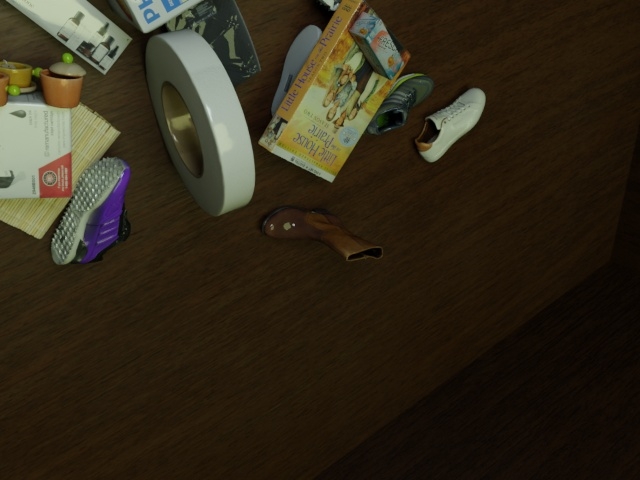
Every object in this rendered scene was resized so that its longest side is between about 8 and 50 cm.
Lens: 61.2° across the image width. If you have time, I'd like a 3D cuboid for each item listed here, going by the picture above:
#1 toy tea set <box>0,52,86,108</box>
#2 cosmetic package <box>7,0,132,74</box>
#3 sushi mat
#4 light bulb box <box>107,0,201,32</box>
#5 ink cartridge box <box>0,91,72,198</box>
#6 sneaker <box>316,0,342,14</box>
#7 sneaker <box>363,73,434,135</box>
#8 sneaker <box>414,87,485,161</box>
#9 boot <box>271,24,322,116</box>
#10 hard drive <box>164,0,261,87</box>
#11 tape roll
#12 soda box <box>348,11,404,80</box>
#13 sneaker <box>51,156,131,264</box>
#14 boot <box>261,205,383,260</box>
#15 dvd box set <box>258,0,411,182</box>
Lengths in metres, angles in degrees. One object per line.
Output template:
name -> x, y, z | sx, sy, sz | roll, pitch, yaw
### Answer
toy tea set -> -0.604, -0.319, 0.966 | 0.336, 0.200, 0.124 | -9, 123, -37
cosmetic package -> -0.500, -0.443, 1.060 | 0.099, 0.060, 0.239 | -53, 135, 1
sushi mat -> -0.593, -0.159, 1.197 | 0.316, 0.019, 0.151 | -53, 134, 2
light bulb box -> -0.292, -0.641, 0.979 | 0.361, 0.225, 0.358 | -37, 134, -12
ink cartridge box -> -0.641, -0.189, 1.058 | 0.273, 0.114, 0.197 | -4, 117, -30
sneaker -> 0.084, -0.599, 1.370 | 0.106, 0.078, 0.234 | -52, 149, 18
sneaker -> 0.232, -0.393, 1.613 | 0.300, 0.121, 0.111 | -37, 134, -14
sneaker -> 0.423, -0.396, 1.769 | 0.290, 0.106, 0.123 | -51, 137, 2
boot -> -0.032, -0.424, 1.425 | 0.123, 0.095, 0.258 | 1, 124, -45
hard drive -> -0.255, -0.466, 1.238 | 0.172, 0.054, 0.254 | -37, 133, -13
tape roll -> -0.261, -0.242, 1.144 | 0.072, 0.392, 0.392 | -25, 129, -24
soda box -> 0.140, -0.473, 1.327 | 0.058, 0.063, 0.183 | -53, 148, 3
sneaker -> -0.502, -0.063, 1.271 | 0.293, 0.102, 0.146 | -52, 147, 17
boot -> 0.000, 0.000, 1.570 | 0.264, 0.280, 0.096 | 1, 116, -38
dvd box set -> 0.047, -0.377, 1.424 | 0.420, 0.062, 0.308 | -57, 148, 9
